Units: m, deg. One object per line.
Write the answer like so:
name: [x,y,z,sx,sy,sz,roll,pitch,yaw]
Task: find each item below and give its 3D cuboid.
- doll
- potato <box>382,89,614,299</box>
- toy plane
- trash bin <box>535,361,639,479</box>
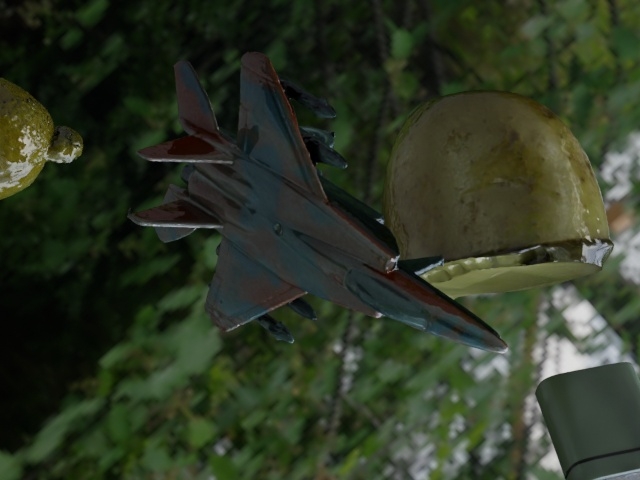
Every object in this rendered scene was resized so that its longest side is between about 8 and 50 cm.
doll: [-0.255,-0.060,0.987,0.209,0.137,0.097,-22,131,-48]
potato: [0.175,-0.055,1.745,0.242,0.242,0.285,-41,-173,-22]
toy plane: [0.004,-0.002,1.125,0.104,0.326,0.223,-27,136,-50]
trash bin: [0.306,0.206,1.748,0.116,0.130,0.059,-8,147,-15]
